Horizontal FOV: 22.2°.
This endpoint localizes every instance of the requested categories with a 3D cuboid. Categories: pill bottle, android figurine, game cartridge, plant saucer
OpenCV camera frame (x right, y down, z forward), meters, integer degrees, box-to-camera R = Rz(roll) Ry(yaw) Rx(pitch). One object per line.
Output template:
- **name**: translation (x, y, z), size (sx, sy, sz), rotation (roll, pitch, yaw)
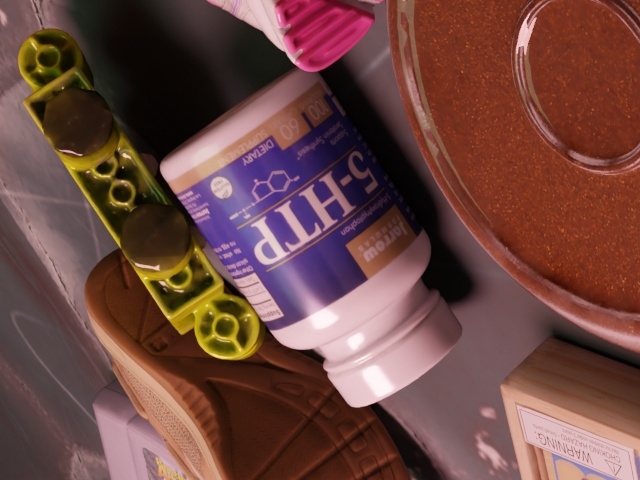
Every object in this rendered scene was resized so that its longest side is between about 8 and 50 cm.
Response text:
- **pill bottle**: translation (0.000, 0.000, 0.972), size (0.186, 0.112, 0.112), rotation (55, 150, -8)
- **android figurine**: translation (-0.121, -0.022, 1.085), size (0.248, 0.056, 0.273), rotation (55, 176, 6)
- **game cartridge**: translation (-0.083, 0.244, 1.420), size (0.294, 0.060, 0.196), rotation (31, 141, 32)
- **plant saucer**: translation (0.129, -0.077, 0.713), size (0.310, 0.050, 0.310), rotation (32, 135, 39)

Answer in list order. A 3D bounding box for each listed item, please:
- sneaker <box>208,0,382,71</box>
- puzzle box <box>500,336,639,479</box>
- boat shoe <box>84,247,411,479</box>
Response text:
- **sneaker**: translation (-0.054, -0.205, 0.830), size (0.111, 0.103, 0.252), rotation (20, 138, 40)
- **puzzle box**: translation (0.288, 0.227, 0.885), size (0.409, 0.052, 0.272), rotation (20, 139, 42)
- **boat shoe**: translation (-0.046, 0.141, 1.199), size (0.341, 0.122, 0.110), rotation (48, 156, 28)
